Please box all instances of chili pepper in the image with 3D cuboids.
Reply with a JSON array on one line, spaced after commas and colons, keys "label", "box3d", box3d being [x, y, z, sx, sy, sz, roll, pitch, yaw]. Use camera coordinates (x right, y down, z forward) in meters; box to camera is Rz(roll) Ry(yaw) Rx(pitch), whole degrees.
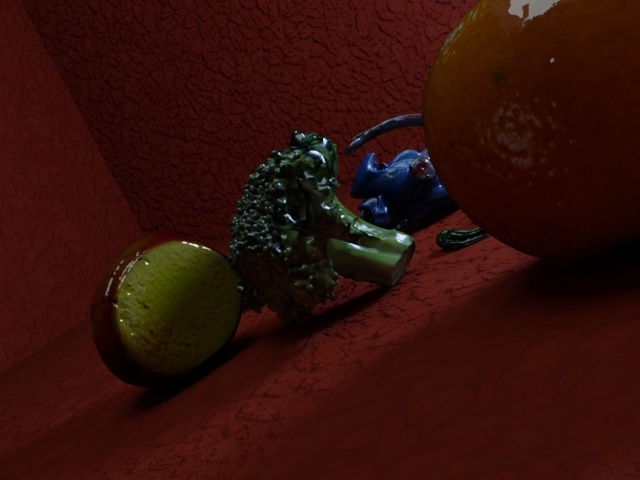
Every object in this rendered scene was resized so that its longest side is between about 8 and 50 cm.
[{"label": "chili pepper", "box3d": [0.235, -0.009, 1.349, 0.118, 0.035, 0.055, -25, 23, 44]}]

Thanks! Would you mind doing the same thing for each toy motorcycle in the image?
[{"label": "toy motorcycle", "box3d": [0.195, -0.143, 1.725, 0.319, 0.182, 0.241, -26, 46, -5]}]

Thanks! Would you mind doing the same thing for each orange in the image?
[{"label": "orange", "box3d": [0.331, -0.154, 0.910, 0.423, 0.326, 0.424, -18, -10, -3]}]

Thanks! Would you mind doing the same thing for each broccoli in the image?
[{"label": "broccoli", "box3d": [-0.023, -0.007, 1.325, 0.317, 0.338, 0.277, 8, 59, 39]}]

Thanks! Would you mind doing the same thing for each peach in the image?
[{"label": "peach", "box3d": [-0.274, 0.139, 1.389, 0.275, 0.248, 0.245, -57, -9, -42]}]

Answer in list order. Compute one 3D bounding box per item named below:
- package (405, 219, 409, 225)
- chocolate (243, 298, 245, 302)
[{"label": "package", "box3d": [0.236, -0.080, 1.832, 0.171, 0.027, 0.173, -20, 16, 25]}, {"label": "chocolate", "box3d": [-0.177, 0.094, 1.785, 0.248, 0.110, 0.110, -25, 7, 42]}]
